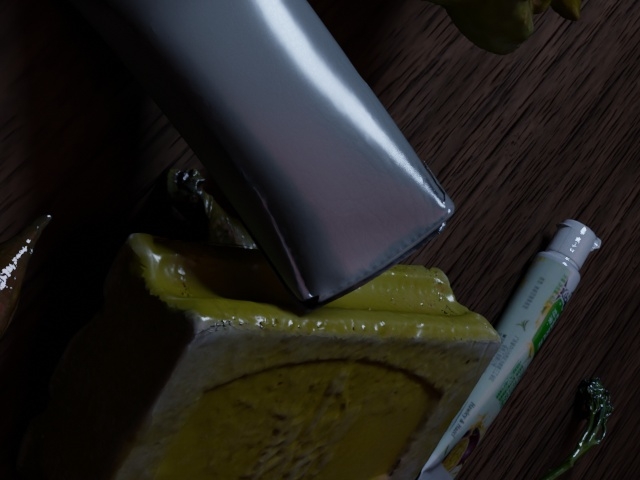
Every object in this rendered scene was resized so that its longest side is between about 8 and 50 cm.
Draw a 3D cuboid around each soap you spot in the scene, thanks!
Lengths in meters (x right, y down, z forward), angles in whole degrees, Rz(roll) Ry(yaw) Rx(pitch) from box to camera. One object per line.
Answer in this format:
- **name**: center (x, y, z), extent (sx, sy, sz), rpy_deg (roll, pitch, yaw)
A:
- **soap**: center (-0.034, 0.107, 1.098), extent (0.315, 0.091, 0.199), rpy_deg (8, 118, -49)

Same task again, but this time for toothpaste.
- **toothpaste**: center (0.180, 0.116, 1.594), extent (0.058, 0.056, 0.314), rpy_deg (36, 75, -17)

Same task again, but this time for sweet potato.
- **sweet potato**: center (-0.192, 0.030, 0.938), extent (0.117, 0.049, 0.049), rpy_deg (-55, 146, -19)

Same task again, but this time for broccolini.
- **broccolini**: center (0.276, 0.229, 1.803), extent (0.194, 0.052, 0.054), rpy_deg (-46, 138, -35)

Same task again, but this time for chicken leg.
- **chicken leg**: center (-0.064, 0.021, 1.132), extent (0.093, 0.070, 0.178), rpy_deg (-50, 137, -22)

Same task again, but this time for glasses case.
- **glasses case**: center (-0.050, -0.099, 0.996), extent (0.128, 0.083, 0.308), rpy_deg (-43, 109, -19)

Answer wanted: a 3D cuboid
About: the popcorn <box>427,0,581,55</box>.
- **popcorn**: center (0.123, -0.262, 1.148), extent (0.233, 0.192, 0.266), rpy_deg (-39, 120, -33)
